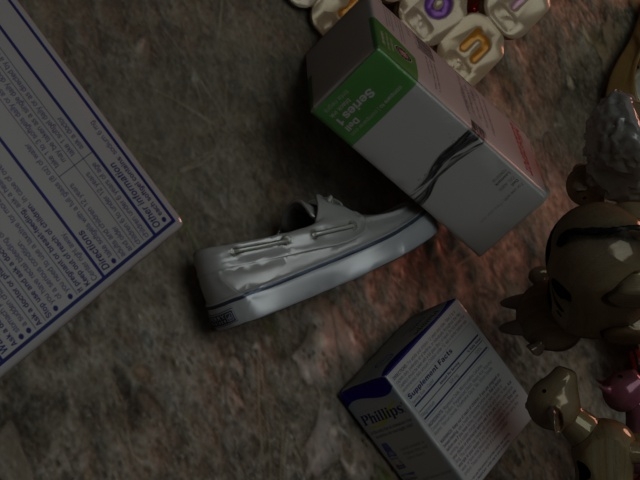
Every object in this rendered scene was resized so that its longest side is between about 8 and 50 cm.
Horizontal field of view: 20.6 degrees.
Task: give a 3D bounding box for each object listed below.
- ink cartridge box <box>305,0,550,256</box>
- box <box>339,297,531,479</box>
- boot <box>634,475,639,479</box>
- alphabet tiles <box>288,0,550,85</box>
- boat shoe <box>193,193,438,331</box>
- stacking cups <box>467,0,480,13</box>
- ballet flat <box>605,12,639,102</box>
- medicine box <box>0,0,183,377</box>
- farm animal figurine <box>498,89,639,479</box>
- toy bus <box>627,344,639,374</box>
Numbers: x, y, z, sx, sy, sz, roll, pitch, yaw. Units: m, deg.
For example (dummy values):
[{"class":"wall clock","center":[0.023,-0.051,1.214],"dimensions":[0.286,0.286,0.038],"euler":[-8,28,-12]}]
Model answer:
[{"class":"ink cartridge box","center":[0.097,-0.108,1.638],"dimensions":[0.219,0.092,0.160],"euler":[41,18,-18]},{"class":"box","center":[0.109,0.148,1.610],"dimensions":[0.137,0.072,0.126],"euler":[54,50,-9]},{"class":"boot","center":[0.351,0.349,1.712],"dimensions":[0.176,0.088,0.244],"euler":[-27,82,-39]},{"class":"alphabet tiles","center":[0.095,-0.292,1.729],"dimensions":[0.278,0.021,0.284],"euler":[-46,104,-11]},{"class":"boat shoe","center":[0.000,0.000,1.569],"dimensions":[0.258,0.095,0.084],"euler":[-23,92,-41]},{"class":"stacking cups","center":[0.093,-0.376,1.774],"dimensions":[0.096,0.096,0.316],"euler":[-38,98,-39]},{"class":"ballet flat","center":[0.366,-0.193,1.924],"dimensions":[0.080,0.073,0.232],"euler":[36,56,-24]},{"class":"medicine box","center":[-0.301,-0.024,1.319],"dimensions":[0.289,0.149,0.263],"euler":[-42,100,-38]},{"class":"farm animal figurine","center":[0.248,0.079,1.587],"dimensions":[0.172,0.327,0.330],"euler":[0,48,4]},{"class":"toy bus","center":[0.350,0.073,1.798],"dimensions":[0.191,0.104,0.202],"euler":[32,87,10]}]
